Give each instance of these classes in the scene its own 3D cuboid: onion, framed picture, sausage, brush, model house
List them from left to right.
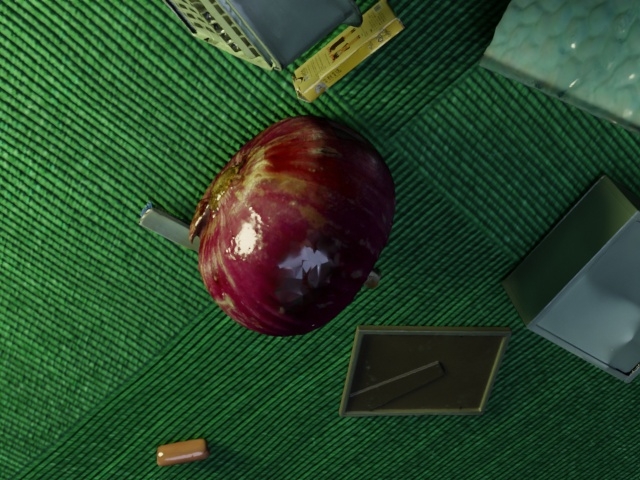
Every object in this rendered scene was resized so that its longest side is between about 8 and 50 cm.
[{"bbox_3d":[-0.216,0.333,1.446,0.083,0.034,0.034,-8,125,-6],"label":"sausage"},{"bbox_3d":[-0.169,-0.002,1.233,0.178,0.030,0.033,31,106,-39],"label":"brush"},{"bbox_3d":[-0.021,-0.011,1.137,0.273,0.230,0.256,10,121,-9],"label":"onion"},{"bbox_3d":[0.163,0.208,1.451,0.250,0.016,0.184,1,124,-12],"label":"framed picture"},{"bbox_3d":[0.401,-0.280,0.992,0.298,0.360,0.339,8,109,-28],"label":"model house"}]

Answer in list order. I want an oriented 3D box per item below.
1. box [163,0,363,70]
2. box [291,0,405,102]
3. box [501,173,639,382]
[{"bbox_3d":[-0.081,-0.296,0.892,0.166,0.290,0.220,-46,123,-5],"label":"box"},{"bbox_3d":[0.030,-0.224,1.093,0.149,0.073,0.020,-36,121,14],"label":"box"},{"bbox_3d":[0.430,0.056,1.342,0.225,0.117,0.225,28,114,-26],"label":"box"}]
